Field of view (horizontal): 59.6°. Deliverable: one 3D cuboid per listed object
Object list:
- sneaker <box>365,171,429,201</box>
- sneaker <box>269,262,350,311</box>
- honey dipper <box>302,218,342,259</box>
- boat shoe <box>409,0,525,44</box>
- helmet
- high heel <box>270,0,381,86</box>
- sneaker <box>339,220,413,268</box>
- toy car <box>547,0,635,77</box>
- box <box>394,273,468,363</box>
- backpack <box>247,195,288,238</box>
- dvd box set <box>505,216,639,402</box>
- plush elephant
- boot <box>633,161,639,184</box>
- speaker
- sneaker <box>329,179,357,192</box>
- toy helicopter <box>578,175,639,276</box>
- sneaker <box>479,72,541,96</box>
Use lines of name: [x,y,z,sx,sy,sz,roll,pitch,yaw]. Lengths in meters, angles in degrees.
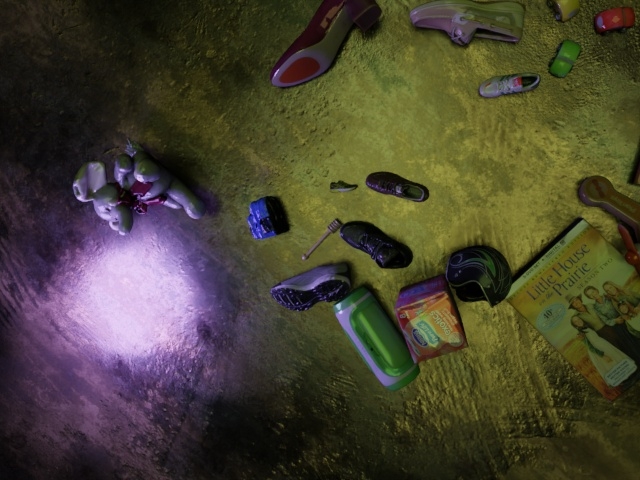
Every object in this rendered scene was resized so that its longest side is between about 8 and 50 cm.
sneaker: [0.219,-0.156,1.595,0.188,0.071,0.066,14,98,9]
sneaker: [-0.026,0.135,1.668,0.271,0.108,0.100,-14,125,26]
honey dipper: [0.000,0.000,1.676,0.030,0.030,0.160,45,104,4]
boat shoe: [0.392,-0.583,1.504,0.302,0.109,0.098,3,95,5]
helmet: [0.439,0.097,1.527,0.161,0.169,0.169,0,96,31]
high heel: [-0.007,-0.601,1.601,0.377,0.127,0.181,-30,60,16]
sneaker: [0.155,0.012,1.597,0.227,0.130,0.087,30,99,9]
toy car: [0.680,-0.543,1.475,0.239,0.053,0.225,25,99,8]
box: [0.295,0.198,1.498,0.142,0.300,0.154,-20,92,12]
backpack: [-0.166,-0.068,1.666,0.101,0.098,0.120,-15,93,16]
dvd box set: [0.751,0.188,1.530,0.420,0.062,0.307,46,101,4]
plush elephant: [-0.564,-0.136,1.661,0.255,0.272,0.330,-49,56,-2]
boot: [0.968,-0.258,1.427,0.264,0.096,0.280,7,98,10]
speaker: [0.162,0.283,1.622,0.131,0.131,0.296,-34,88,12]
sneaker: [0.066,-0.161,1.645,0.083,0.031,0.035,-6,94,12]
toy helicopter: [0.831,-0.040,1.454,0.355,0.140,0.235,37,88,20]
sneaker: [0.512,-0.425,1.509,0.161,0.075,0.057,-6,94,11]
